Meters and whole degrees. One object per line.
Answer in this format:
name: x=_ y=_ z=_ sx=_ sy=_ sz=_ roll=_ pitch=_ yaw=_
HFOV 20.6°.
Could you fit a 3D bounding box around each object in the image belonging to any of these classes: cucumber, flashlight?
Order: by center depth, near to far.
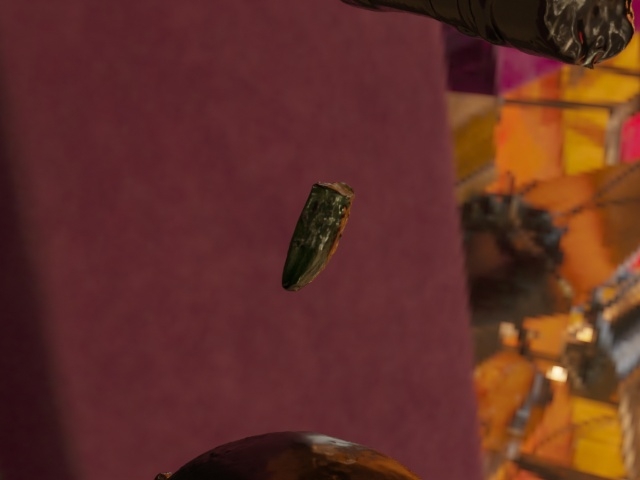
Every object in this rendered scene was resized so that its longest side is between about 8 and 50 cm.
flashlight: x=0.124 y=-0.225 z=1.578 sx=0.103 sy=0.424 sz=0.103 roll=-7 pitch=105 yaw=-26
cucumber: x=0.000 y=0.000 z=1.615 sx=0.107 sy=0.035 sz=0.067 roll=-69 pitch=162 yaw=9

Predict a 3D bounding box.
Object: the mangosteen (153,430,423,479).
mangosteen: x=0.000 y=0.362 z=1.426 sx=0.382 sy=0.435 sz=0.382 roll=-46 pitch=163 yaw=-18
